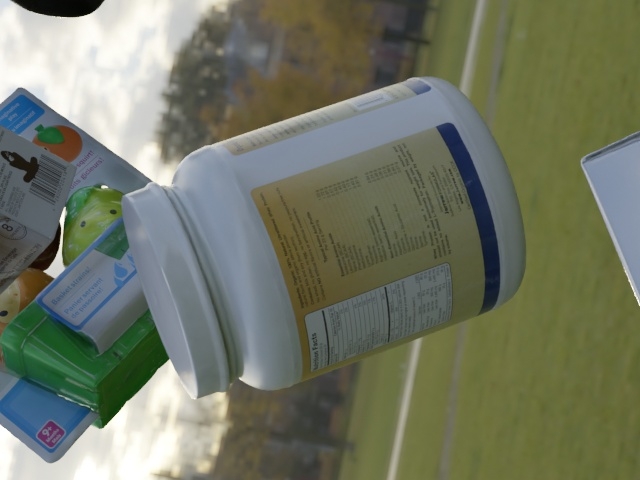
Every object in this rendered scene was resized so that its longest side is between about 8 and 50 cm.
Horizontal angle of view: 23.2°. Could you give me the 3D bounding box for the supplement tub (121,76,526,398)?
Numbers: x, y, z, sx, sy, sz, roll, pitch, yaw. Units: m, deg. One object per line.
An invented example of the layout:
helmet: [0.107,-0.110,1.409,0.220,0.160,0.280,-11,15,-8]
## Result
supplement tub: [0.000,0.000,1.405,0.228,0.316,0.228,161,90,-77]

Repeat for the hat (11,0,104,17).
hat: [-0.316,-0.340,1.812,0.134,0.331,0.331,-56,6,19]

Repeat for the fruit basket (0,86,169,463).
fruit basket: [-0.303,0.017,1.659,0.327,0.353,0.165,-46,-13,-27]

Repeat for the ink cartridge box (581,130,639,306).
ink cartridge box: [0.294,0.028,0.925,0.270,0.197,0.198,35,-147,-70]

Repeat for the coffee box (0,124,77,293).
coffee box: [-0.367,-0.059,1.409,0.141,0.246,0.098,-40,29,43]
